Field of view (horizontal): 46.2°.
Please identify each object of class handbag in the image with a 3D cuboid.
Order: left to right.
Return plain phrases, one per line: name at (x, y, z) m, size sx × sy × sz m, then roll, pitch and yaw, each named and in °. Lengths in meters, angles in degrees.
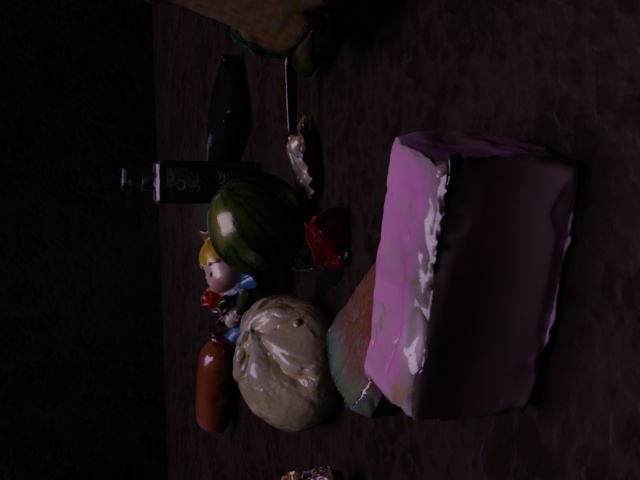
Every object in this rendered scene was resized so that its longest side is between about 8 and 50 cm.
handbag at (-0.248, -0.318, 1.913) m, size 0.247 × 0.080 × 0.223 m, roll 121°, pitch 144°, yaw -55°

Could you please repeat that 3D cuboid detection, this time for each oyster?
oyster at (-0.033, -0.140, 1.364) m, size 0.146 × 0.045 × 0.121 m, roll 62°, pitch 144°, yaw 39°

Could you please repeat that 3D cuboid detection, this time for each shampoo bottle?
shampoo bottle at (-0.291, -0.131, 1.696) m, size 0.071 × 0.309 × 0.098 m, roll -155°, pitch 66°, yaw -69°

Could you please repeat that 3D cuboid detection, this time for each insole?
insole at (0.014, 0.064, 1.299) m, size 0.152 × 0.002 × 0.053 m, roll 122°, pitch 143°, yaw -56°

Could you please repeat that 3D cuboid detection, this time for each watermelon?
watermelon at (-0.109, -0.022, 1.396) m, size 0.188 × 0.214 × 0.188 m, roll -38°, pitch 18°, yaw 15°
watermelon at (0.108, 0.077, 0.886) m, size 0.193 × 0.140 × 0.256 m, roll -114°, pitch 40°, yaw -58°

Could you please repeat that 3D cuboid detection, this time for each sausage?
sausage at (-0.270, 0.367, 1.950) m, size 0.113 × 0.114 × 0.259 m, roll -125°, pitch 38°, yaw -58°

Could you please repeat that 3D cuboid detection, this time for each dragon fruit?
dragon fruit at (-0.003, 0.000, 1.249) m, size 0.131 × 0.063 × 0.097 m, roll 153°, pitch 118°, yaw -68°

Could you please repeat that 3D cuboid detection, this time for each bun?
bun at (-0.073, 0.219, 1.322) m, size 0.259 × 0.160 × 0.259 m, roll 176°, pitch 90°, yaw -70°

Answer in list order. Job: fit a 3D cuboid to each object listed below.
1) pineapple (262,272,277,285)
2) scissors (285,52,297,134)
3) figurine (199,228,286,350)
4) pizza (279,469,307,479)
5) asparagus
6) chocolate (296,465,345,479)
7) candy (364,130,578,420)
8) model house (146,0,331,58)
pineapple at (-0.145, 0.148, 1.638) m, size 0.135 × 0.079 × 0.233 m, roll -165°, pitch 76°, yaw -72°
scissors at (-0.055, -0.344, 1.312) m, size 0.024 × 0.160 × 0.317 m, roll 3°, pitch 98°, yaw 28°
figurine at (-0.191, 0.090, 1.506) m, size 0.234 × 0.185 × 0.127 m, roll 51°, pitch -176°, yaw -9°
pizza at (-0.062, 0.537, 1.444) m, size 0.134 × 0.056 × 0.271 m, roll 56°, pitch 142°, yaw 43°
asparagus at (0.017, -0.360, 1.183) m, size 0.287 × 0.080 × 0.080 m, roll 130°, pitch 136°, yaw -65°
chocolate at (0.035, 0.512, 1.142) m, size 0.102 × 0.065 × 0.329 m, roll -37°, pitch 61°, yaw 52°
candy at (0.141, 0.034, 0.720) m, size 0.116 × 0.155 × 0.265 m, roll -146°, pitch 57°, yaw -61°
model house at (-0.127, -0.503, 1.052) m, size 0.334 × 0.343 × 0.382 m, roll 152°, pitch 134°, yaw -67°
